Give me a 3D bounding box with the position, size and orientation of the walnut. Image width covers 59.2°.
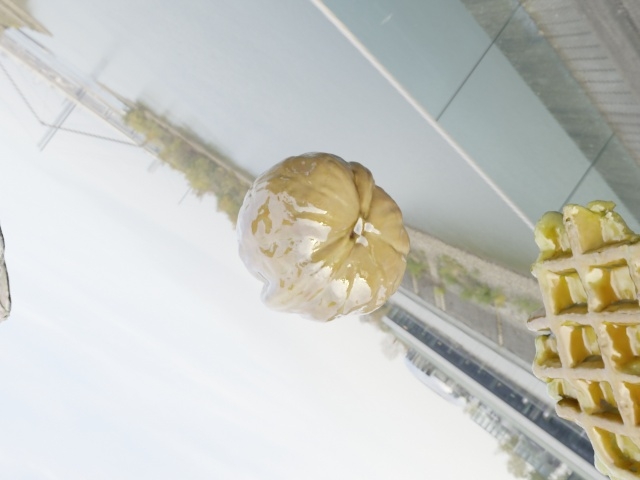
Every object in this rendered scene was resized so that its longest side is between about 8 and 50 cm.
[{"bbox_3d":[0.000,0.000,0.938,0.296,0.285,0.285,34,178,-19],"label":"walnut"}]

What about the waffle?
[{"bbox_3d":[0.258,0.081,0.379,0.058,0.281,0.301,-13,-161,-24],"label":"waffle"}]

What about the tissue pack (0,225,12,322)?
[{"bbox_3d":[-0.637,-0.010,0.867,0.332,0.245,0.123,24,-143,9],"label":"tissue pack"}]
